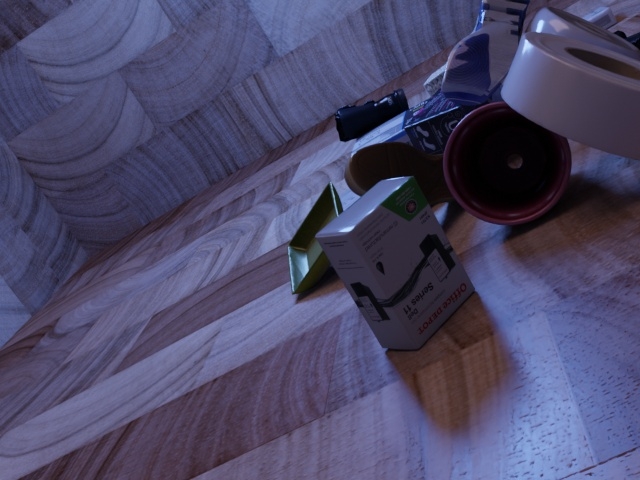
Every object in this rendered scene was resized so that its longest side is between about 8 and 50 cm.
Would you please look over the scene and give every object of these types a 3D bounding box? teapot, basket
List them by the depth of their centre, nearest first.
[{"bbox_3d":[0.506,-0.341,1.683,0.256,0.252,0.187,-19,-41,-56],"label":"teapot"},{"bbox_3d":[0.360,-0.382,2.168,0.103,0.167,0.113,-30,13,35],"label":"basket"}]

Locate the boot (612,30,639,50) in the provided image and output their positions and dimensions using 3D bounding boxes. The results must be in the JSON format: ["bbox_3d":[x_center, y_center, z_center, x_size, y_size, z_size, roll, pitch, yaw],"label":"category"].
[{"bbox_3d":[0.708,-0.456,1.908,0.099,0.045,0.121,-19,27,50],"label":"boot"}]

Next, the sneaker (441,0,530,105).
[{"bbox_3d":[0.355,-0.383,1.725,0.127,0.182,0.315,18,65,16],"label":"sneaker"}]

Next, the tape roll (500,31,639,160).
[{"bbox_3d":[0.428,-0.224,1.276,0.286,0.286,0.100,-66,-6,-65],"label":"tape roll"}]

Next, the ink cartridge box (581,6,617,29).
[{"bbox_3d":[0.709,-0.592,2.344,0.181,0.056,0.224,-30,16,9],"label":"ink cartridge box"}]

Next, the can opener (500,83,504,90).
[{"bbox_3d":[0.507,-0.365,1.919,0.283,0.095,0.076,-38,16,9],"label":"can opener"}]

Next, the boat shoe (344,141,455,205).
[{"bbox_3d":[0.166,-0.108,1.575,0.341,0.121,0.110,1,-16,-39],"label":"boat shoe"}]

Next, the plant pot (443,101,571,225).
[{"bbox_3d":[0.318,-0.133,1.406,0.201,0.201,0.180,-28,-1,18],"label":"plant pot"}]

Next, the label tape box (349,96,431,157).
[{"bbox_3d":[0.215,-0.272,2.218,0.240,0.106,0.333,-27,15,18],"label":"label tape box"}]

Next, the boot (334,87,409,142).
[{"bbox_3d":[0.148,-0.333,2.349,0.207,0.094,0.246,-18,-15,5],"label":"boot"}]

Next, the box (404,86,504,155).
[{"bbox_3d":[0.313,-0.243,1.799,0.142,0.163,0.247,-19,19,36],"label":"box"}]

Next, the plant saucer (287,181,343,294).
[{"bbox_3d":[0.000,0.000,1.720,0.188,0.045,0.188,-56,22,25],"label":"plant saucer"}]

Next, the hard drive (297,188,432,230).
[{"bbox_3d":[0.101,-0.062,1.852,0.237,0.064,0.339,-36,16,-13],"label":"hard drive"}]

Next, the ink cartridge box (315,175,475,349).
[{"bbox_3d":[0.113,0.035,1.216,0.153,0.208,0.087,-42,20,-29],"label":"ink cartridge box"}]
